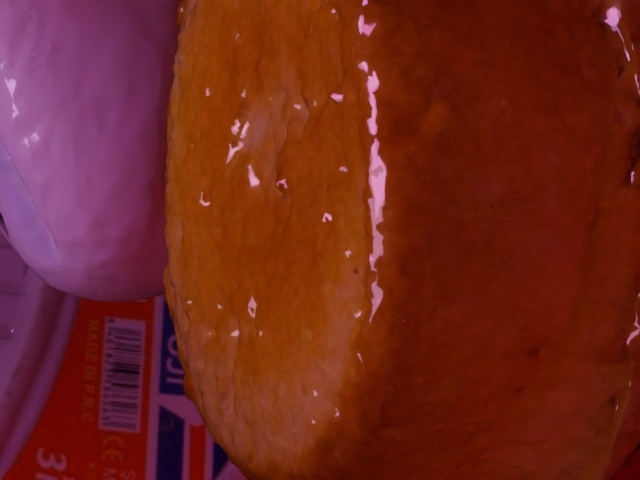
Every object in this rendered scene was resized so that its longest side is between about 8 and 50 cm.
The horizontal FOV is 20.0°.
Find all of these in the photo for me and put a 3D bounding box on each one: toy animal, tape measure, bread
[{"bbox_3d":[-0.092,-0.124,0.887,0.249,0.174,0.289,-43,-52,-56],"label":"toy animal"},{"bbox_3d":[-0.148,0.092,0.993,0.130,0.265,0.258,132,143,-59],"label":"tape measure"},{"bbox_3d":[0.033,-0.020,0.668,0.268,0.146,0.268,178,90,-66],"label":"bread"}]
